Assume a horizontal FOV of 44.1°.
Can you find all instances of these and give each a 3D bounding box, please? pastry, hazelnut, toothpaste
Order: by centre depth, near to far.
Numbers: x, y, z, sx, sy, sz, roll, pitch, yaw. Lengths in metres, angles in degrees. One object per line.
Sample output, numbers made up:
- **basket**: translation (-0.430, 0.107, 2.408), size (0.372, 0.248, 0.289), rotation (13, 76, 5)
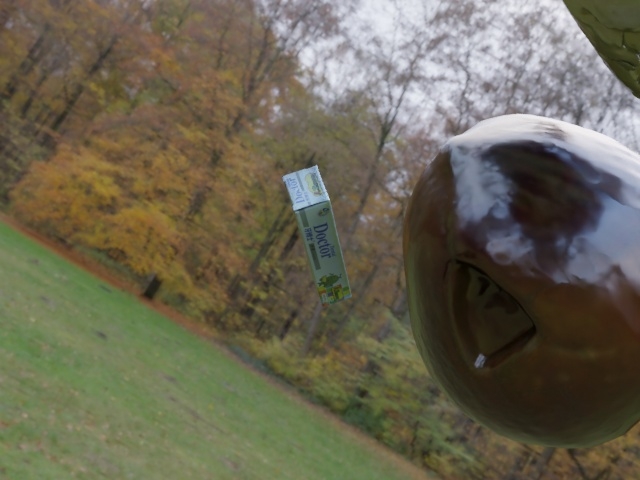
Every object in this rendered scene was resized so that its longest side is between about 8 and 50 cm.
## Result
- **toothpaste**: translation (0.000, 0.000, 0.734), size (0.164, 0.034, 0.046), rotation (75, -4, -54)
- **pastry**: translation (0.297, -0.255, 0.749), size (0.265, 0.133, 0.265), rotation (43, 27, -29)
- **hazelnut**: translation (0.293, 0.038, 0.997), size (0.402, 0.429, 0.402), rotation (9, -55, 13)
